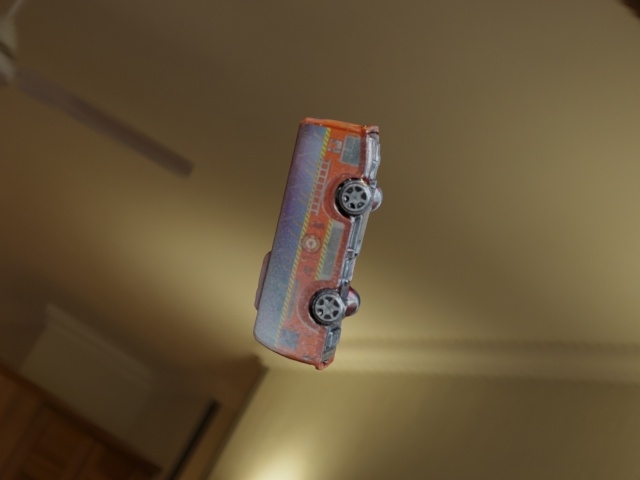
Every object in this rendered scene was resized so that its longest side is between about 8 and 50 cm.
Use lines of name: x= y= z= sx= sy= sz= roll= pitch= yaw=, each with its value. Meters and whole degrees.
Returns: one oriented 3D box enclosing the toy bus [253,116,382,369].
toy bus: x=0.000 y=0.000 z=1.251 sx=0.077 sy=0.192 sz=0.065 roll=14 pitch=7 yaw=12
